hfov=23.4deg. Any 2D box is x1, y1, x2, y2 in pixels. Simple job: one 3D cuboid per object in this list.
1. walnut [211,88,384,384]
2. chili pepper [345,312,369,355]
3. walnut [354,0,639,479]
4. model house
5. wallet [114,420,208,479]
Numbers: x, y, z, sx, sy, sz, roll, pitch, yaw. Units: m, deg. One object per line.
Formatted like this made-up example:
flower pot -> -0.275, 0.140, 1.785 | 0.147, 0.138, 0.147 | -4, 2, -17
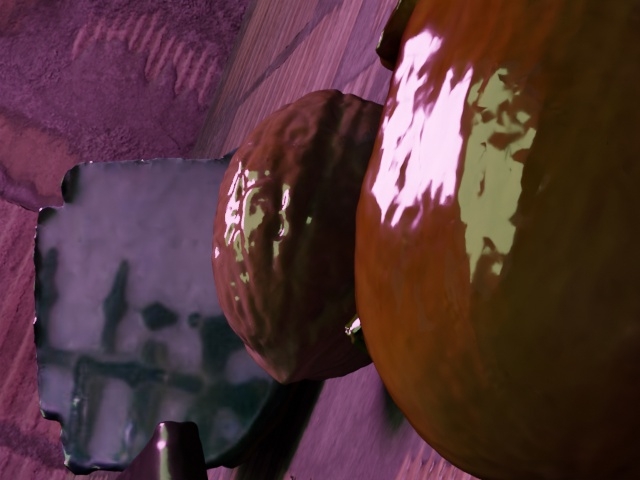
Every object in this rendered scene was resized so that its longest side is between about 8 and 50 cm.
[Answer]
walnut -> 0.002, 0.000, 1.141 | 0.178, 0.178, 0.230 | 135, 154, -63
chili pepper -> 0.131, -0.074, 0.953 | 0.076, 0.085, 0.359 | 43, 109, 37
walnut -> 0.123, -0.039, 0.623 | 0.298, 0.203, 0.203 | -70, 11, -21
model house -> -0.107, 0.068, 1.509 | 0.329, 0.251, 0.295 | 13, -105, -79
wallet -> -0.107, 0.322, 1.019 | 0.197, 0.051, 0.378 | -50, 39, 41
